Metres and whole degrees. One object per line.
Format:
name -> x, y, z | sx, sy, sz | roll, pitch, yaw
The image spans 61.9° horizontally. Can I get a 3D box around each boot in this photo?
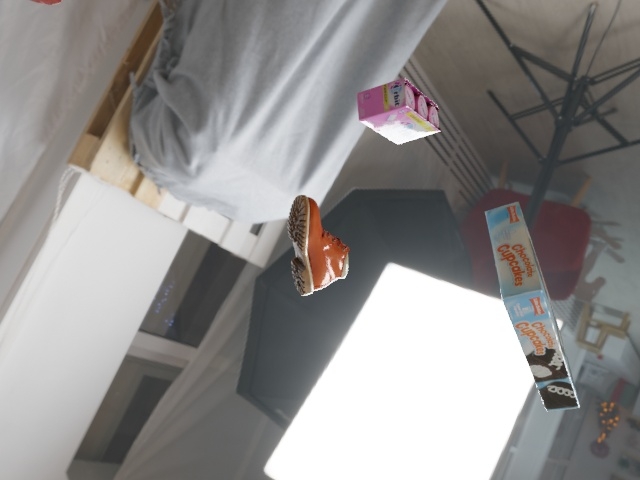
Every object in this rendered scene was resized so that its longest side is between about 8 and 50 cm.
boot -> 0.000, 0.000, 0.772 | 0.085, 0.158, 0.059 | -15, -146, -17

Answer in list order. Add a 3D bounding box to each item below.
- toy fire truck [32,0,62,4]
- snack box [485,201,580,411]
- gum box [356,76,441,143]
toy fire truck -> -0.503, -0.556, 0.917 | 0.254, 0.169, 0.302 | 2, 173, 39
snack box -> 0.348, 0.115, 0.872 | 0.060, 0.187, 0.322 | -17, 130, 21
gum box -> 0.170, -0.266, 1.125 | 0.107, 0.062, 0.188 | -10, 168, 33
